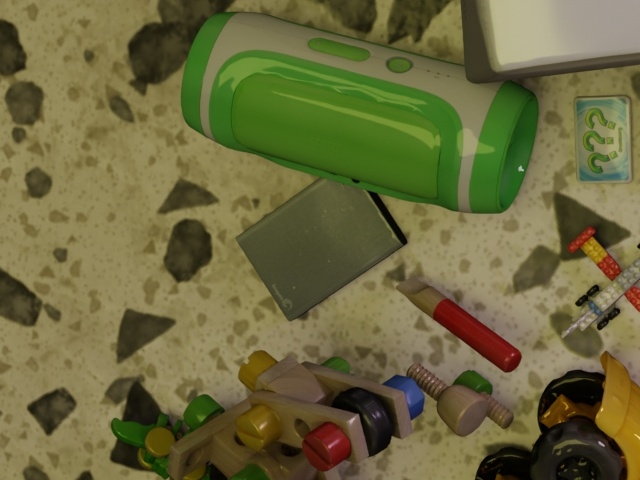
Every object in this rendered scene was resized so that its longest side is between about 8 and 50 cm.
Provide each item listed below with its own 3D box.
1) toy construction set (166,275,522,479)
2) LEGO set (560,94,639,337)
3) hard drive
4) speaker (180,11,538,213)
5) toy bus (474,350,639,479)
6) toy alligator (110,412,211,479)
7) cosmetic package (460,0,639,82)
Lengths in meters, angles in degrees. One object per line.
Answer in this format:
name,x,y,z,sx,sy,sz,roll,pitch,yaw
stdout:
toy construction set,-0.005,0.152,1.649,0.309,0.257,0.237,-44,55,-11
LEGO set,0.299,-0.002,1.589,0.182,0.060,0.244,1,98,23
hard drive,0.000,0.000,1.712,0.135,0.022,0.094,-35,85,20
speaker,0.033,-0.113,1.632,0.297,0.131,0.131,16,102,17
toy bus,0.245,0.241,1.606,0.211,0.149,0.220,38,110,-5
toy alligator,-0.114,0.218,1.770,0.190,0.056,0.051,38,64,5
cosmetic package,0.253,-0.295,1.351,0.327,0.393,0.329,-7,93,3
